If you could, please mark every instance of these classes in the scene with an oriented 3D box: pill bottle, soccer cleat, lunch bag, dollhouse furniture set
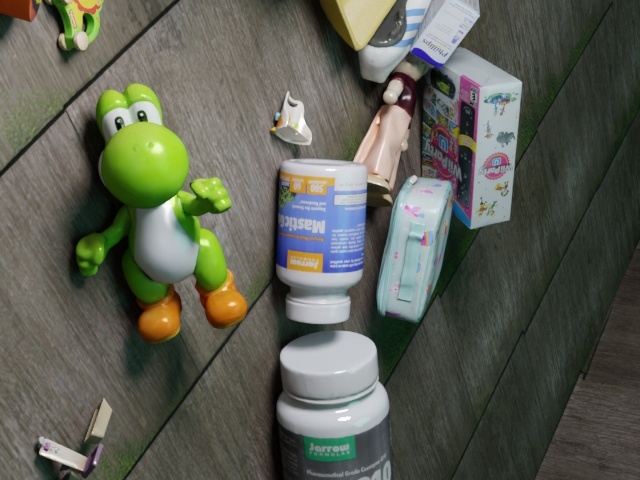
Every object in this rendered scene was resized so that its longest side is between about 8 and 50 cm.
[{"bbox_3d":[0.000,0.000,1.796,0.152,0.152,0.272,-11,106,-57],"label":"pill bottle"},{"bbox_3d":[0.144,-0.440,1.990,0.143,0.116,0.331,95,19,-54],"label":"soccer cleat"},{"bbox_3d":[0.027,0.359,1.876,0.204,0.204,0.361,-33,123,-51],"label":"pill bottle"},{"bbox_3d":[0.185,0.012,2.071,0.224,0.108,0.279,-47,147,-66],"label":"lunch bag"},{"bbox_3d":[-0.347,0.270,1.440,0.081,0.091,0.114,28,40,-16],"label":"dollhouse furniture set"}]

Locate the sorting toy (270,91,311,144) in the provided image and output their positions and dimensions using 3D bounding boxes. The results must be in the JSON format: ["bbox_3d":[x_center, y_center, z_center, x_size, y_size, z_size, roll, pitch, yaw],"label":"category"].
[{"bbox_3d":[-0.049,-0.211,1.777,0.083,0.045,0.075,32,63,-56],"label":"sorting toy"}]

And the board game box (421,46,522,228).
[{"bbox_3d":[0.298,-0.210,2.114,0.098,0.224,0.303,-13,121,-19],"label":"board game box"}]

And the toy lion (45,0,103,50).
[{"bbox_3d":[-0.310,-0.306,1.348,0.096,0.034,0.100,-53,139,-49],"label":"toy lion"}]

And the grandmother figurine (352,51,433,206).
[{"bbox_3d":[0.143,-0.247,2.030,0.208,0.104,0.342,91,15,-70],"label":"grandmother figurine"}]

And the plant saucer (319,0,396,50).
[{"bbox_3d":[0.052,-0.554,1.811,0.332,0.081,0.333,-59,139,-33],"label":"plant saucer"}]

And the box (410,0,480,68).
[{"bbox_3d":[0.238,-0.423,2.000,0.137,0.072,0.126,-52,-163,34],"label":"box"}]

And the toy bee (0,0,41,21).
[{"bbox_3d":[-0.310,-0.381,1.144,0.195,0.298,0.162,27,61,-24],"label":"toy bee"}]

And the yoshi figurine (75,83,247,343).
[{"bbox_3d":[-0.219,-0.025,1.409,0.203,0.203,0.362,-39,126,-39],"label":"yoshi figurine"}]
